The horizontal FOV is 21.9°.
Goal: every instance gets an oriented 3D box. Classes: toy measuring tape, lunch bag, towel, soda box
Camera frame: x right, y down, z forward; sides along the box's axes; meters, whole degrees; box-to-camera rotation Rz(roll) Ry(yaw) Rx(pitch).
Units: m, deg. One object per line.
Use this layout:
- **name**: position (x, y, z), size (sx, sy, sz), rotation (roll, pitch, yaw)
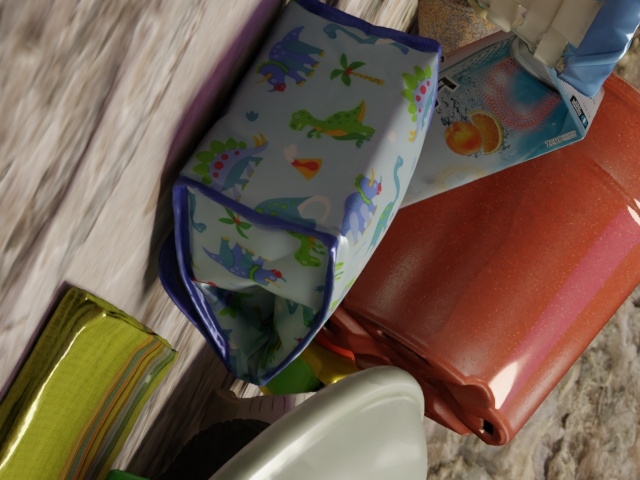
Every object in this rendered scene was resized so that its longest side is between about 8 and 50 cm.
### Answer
- **toy measuring tape**: position (-0.033, 0.119, 1.448), size (0.330, 0.121, 0.121), rotation (1, 119, -59)
- **lunch bag**: position (-0.009, -0.018, 0.776), size (0.151, 0.096, 0.129), rotation (92, 24, -57)
- **towel**: position (-0.106, 0.079, 0.729), size (0.102, 0.021, 0.237), rotation (-63, 175, -6)
- **soda box**: position (0.059, -0.062, 0.911), size (0.183, 0.058, 0.063), rotation (-22, -161, 30)

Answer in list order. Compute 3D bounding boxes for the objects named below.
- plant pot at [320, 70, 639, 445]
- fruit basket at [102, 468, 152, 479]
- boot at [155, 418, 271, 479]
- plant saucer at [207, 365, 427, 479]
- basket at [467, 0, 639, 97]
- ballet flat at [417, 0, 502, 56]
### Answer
- **plant pot**: position (0.144, 0.008, 1.375), size (0.265, 0.272, 0.272), rotation (-54, 173, -15)
- **fruit basket**: position (-0.033, 0.339, 0.856), size (0.392, 0.392, 0.283), rotation (-61, 175, -15)
- **boot**: position (-0.108, 0.246, 1.227), size (0.189, 0.076, 0.208), rotation (-28, 144, -43)
- **plant saucer**: position (-0.036, 0.273, 1.199), size (0.400, 0.100, 0.400), rotation (-42, 158, -22)
- **basket**: position (0.185, -0.172, 0.801), size (0.255, 0.289, 0.201), rotation (-51, 166, -58)
- **ballet flat**: position (0.120, -0.242, 1.017), size (0.106, 0.107, 0.316), rotation (-9, 123, -59)
